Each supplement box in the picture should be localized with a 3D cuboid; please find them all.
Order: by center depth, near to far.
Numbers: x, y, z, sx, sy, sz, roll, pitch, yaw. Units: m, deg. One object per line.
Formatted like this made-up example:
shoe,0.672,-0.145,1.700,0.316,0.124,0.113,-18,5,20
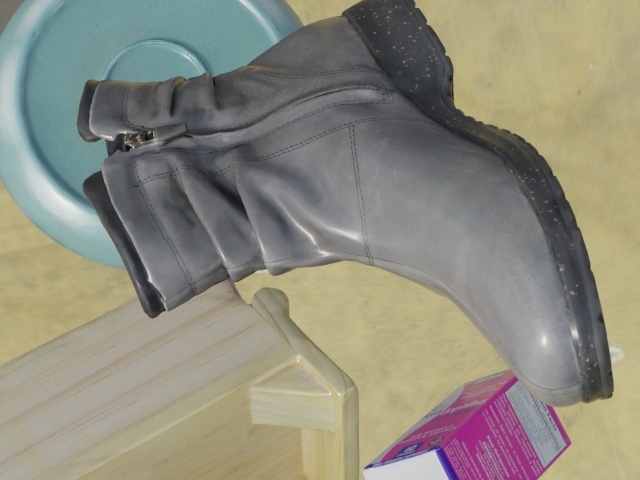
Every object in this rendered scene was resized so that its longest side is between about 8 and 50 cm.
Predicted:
supplement box,0.166,0.239,1.626,0.111,0.220,0.114,-24,94,41

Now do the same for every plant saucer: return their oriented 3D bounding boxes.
plant saucer,-0.150,-0.130,1.349,0.318,0.044,0.317,1,78,-5

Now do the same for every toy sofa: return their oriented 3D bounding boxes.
toy sofa,-0.160,0.173,1.011,0.362,0.150,0.177,-28,48,-25

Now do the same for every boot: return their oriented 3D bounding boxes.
boot,0.000,0.000,0.808,0.223,0.118,0.338,-20,40,-9
